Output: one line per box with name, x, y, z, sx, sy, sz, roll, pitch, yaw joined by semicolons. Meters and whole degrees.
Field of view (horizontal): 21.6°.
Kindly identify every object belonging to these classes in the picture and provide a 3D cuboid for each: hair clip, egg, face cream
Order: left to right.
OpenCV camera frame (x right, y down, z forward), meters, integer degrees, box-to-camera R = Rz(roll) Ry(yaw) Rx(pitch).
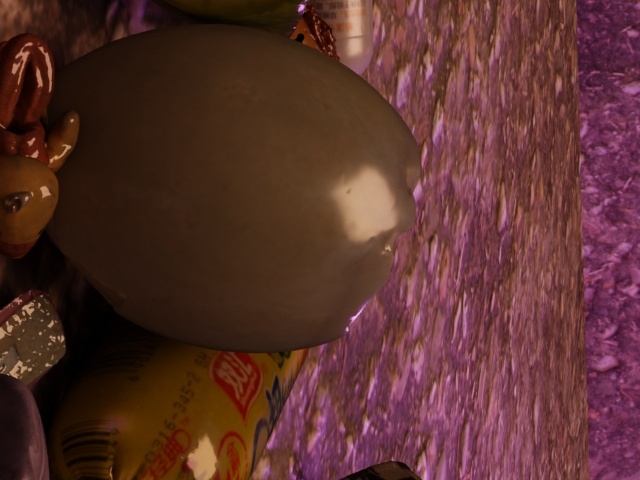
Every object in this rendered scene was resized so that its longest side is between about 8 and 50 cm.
hair clip;-0.177;0.082;0.892;0.137;0.022;0.054;-61;148;-47
egg;-0.063;-0.035;0.945;0.183;0.217;0.183;-61;-168;22
face cream;0.003;-0.221;1.384;0.082;0.082;0.269;-40;131;-69

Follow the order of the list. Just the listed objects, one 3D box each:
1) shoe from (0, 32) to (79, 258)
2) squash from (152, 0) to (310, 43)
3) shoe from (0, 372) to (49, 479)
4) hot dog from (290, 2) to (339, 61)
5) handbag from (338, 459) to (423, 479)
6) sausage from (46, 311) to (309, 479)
shoe;-0.162;-0.052;0.853;0.069;0.072;0.109;-37;-146;59
squash;-0.015;-0.228;1.097;0.309;0.210;0.233;20;86;-69
shoe;-0.177;0.187;0.795;0.137;0.095;0.245;71;29;-59
hot dog;-0.011;-0.087;1.310;0.102;0.076;0.249;-24;106;-69
handbag;0.112;0.408;1.445;0.163;0.325;0.327;-22;126;-23
sausage;-0.076;0.074;1.063;0.347;0.123;0.123;-63;151;-54
